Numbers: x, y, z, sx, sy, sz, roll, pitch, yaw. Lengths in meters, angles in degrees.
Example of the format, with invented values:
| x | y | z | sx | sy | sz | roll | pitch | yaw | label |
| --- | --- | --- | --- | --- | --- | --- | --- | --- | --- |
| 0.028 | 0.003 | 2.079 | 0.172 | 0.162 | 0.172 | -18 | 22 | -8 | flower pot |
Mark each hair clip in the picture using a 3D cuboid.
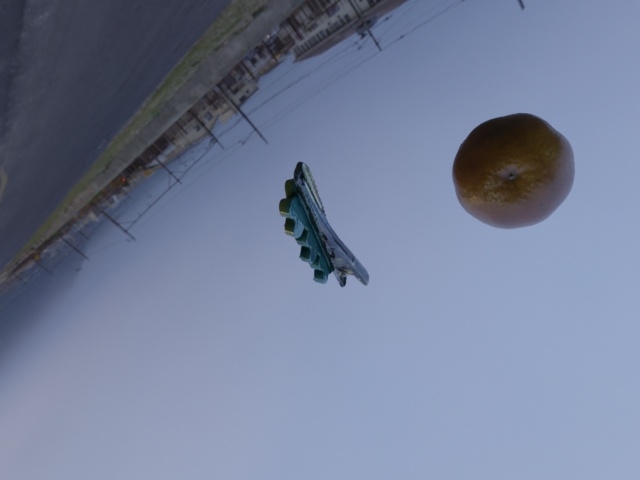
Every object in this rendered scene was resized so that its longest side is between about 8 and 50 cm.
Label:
| x | y | z | sx | sy | sz | roll | pitch | yaw | label |
| --- | --- | --- | --- | --- | --- | --- | --- | --- | --- |
| -0.001 | 0.001 | 0.359 | 0.049 | 0.173 | 0.049 | -11 | -125 | 15 | hair clip |

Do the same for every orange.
| x | y | z | sx | sy | sz | roll | pitch | yaw | label |
| --- | --- | --- | --- | --- | --- | --- | --- | --- | --- |
| 0.259 | -0.094 | 0.574 | 0.154 | 0.155 | 0.134 | -26 | -179 | 32 | orange |
